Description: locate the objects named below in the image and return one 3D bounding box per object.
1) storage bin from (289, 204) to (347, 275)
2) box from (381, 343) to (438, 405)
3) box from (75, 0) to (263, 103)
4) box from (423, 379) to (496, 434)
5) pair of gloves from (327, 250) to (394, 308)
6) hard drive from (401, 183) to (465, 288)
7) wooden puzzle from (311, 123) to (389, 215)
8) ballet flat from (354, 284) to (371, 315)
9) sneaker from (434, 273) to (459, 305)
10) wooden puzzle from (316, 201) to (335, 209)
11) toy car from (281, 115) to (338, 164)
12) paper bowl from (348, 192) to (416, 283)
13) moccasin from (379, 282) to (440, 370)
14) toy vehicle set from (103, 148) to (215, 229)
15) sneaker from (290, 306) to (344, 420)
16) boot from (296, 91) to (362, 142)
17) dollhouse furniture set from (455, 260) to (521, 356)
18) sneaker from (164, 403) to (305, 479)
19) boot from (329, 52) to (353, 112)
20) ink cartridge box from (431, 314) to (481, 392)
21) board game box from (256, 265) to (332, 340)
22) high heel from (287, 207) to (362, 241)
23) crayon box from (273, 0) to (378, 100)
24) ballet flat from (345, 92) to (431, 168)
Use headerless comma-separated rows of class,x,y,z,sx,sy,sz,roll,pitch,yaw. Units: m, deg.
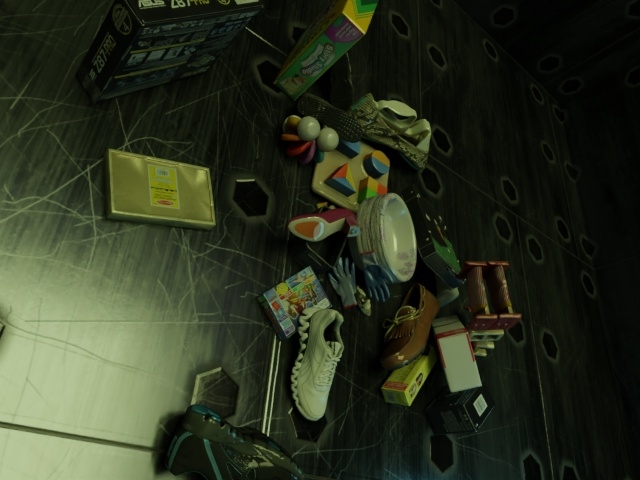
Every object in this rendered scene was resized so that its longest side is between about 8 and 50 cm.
storage bin,0.000,0.000,1.527,0.122,0.084,0.180,41,48,-20
box,0.279,0.407,1.570,0.232,0.087,0.058,-40,118,-44
box,-0.370,-0.501,1.271,0.395,0.318,0.097,-38,96,-45
box,0.440,0.529,1.611,0.155,0.158,0.093,-25,88,-46
pair of gloves,0.120,0.116,1.513,0.023,0.198,0.160,-22,96,-66
hard drive,0.403,-0.016,1.831,0.236,0.064,0.339,38,31,-40
wooden puzzle,0.128,-0.244,1.769,0.322,0.080,0.348,27,53,-30
ballet flat,0.131,0.185,1.586,0.114,0.041,0.041,56,44,-6
sneaker,0.453,0.157,1.874,0.115,0.090,0.232,50,36,-2
wooden puzzle,0.034,-0.074,1.646,0.078,0.014,0.117,-28,89,-42
toy car,-0.043,-0.312,1.619,0.181,0.159,0.136,24,90,-32
paper bowl,0.192,-0.001,1.625,0.284,0.147,0.285,27,58,-53
moccasin,0.274,0.264,1.606,0.147,0.139,0.380,53,44,-8
toy vehicle set,-0.393,-0.122,1.262,0.266,0.035,0.166,7,65,-40
sneaker,-0.001,0.317,1.323,0.110,0.118,0.293,18,70,-45
boot,0.039,-0.426,1.709,0.246,0.084,0.161,30,24,-5
dollhouse furniture set,0.532,0.244,1.746,0.152,0.374,0.202,-1,59,-3
sneaker,-0.183,0.485,1.120,0.340,0.125,0.140,37,75,-26
boot,0.077,-0.585,1.875,0.179,0.085,0.237,-84,172,-68
ink cartridge box,0.427,0.353,1.629,0.237,0.100,0.172,-37,112,-82
board game box,-0.068,0.170,1.415,0.201,0.035,0.136,-28,89,-46
high heel,0.000,-0.062,1.466,0.243,0.082,0.117,-4,36,-28
crayon box,0.024,-0.679,1.686,0.106,0.362,0.313,37,48,-21
ballet flat,0.301,-0.407,1.898,0.482,0.182,0.164,20,42,-41
